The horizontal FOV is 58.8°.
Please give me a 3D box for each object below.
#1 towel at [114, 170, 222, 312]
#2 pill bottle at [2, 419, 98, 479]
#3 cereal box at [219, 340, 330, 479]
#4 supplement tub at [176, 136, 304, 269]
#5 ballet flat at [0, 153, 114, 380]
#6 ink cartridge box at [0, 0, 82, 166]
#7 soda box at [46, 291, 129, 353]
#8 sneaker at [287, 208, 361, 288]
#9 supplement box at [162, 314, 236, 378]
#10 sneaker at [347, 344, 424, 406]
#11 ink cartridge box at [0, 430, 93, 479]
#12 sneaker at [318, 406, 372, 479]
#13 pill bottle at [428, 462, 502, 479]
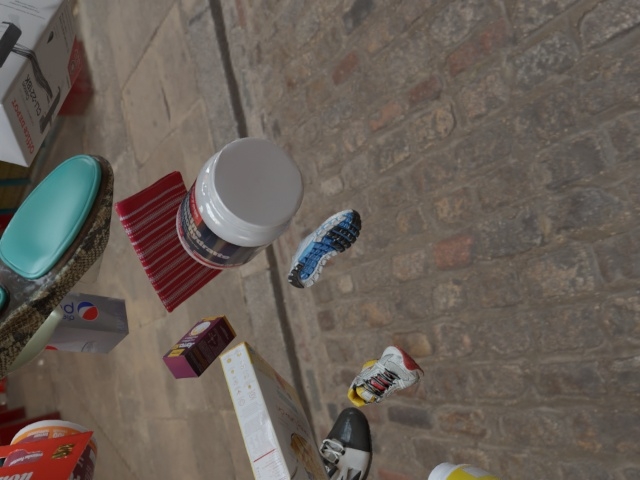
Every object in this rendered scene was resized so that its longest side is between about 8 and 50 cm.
[{"bbox_3d":[-0.335,-0.002,1.296,0.031,0.199,0.275,-7,112,38],"label":"towel"},{"bbox_3d":[-0.684,0.658,1.379,0.392,0.224,0.224,-109,29,-56],"label":"pill bottle"},{"bbox_3d":[-0.044,0.265,0.724,0.173,0.047,0.240,58,-179,-46],"label":"cereal box"},{"bbox_3d":[-0.159,-0.063,1.090,0.272,0.191,0.191,-35,67,60],"label":"supplement tub"},{"bbox_3d":[-0.480,0.081,0.942,0.164,0.182,0.483,28,77,27],"label":"ballet flat"},{"bbox_3d":[-0.556,-0.304,1.044,0.197,0.114,0.273,118,167,-62],"label":"ink cartridge box"},{"bbox_3d":[-0.548,0.163,1.164,0.098,0.286,0.091,-39,54,28],"label":"soda box"},{"bbox_3d":[0.000,0.000,1.070,0.190,0.071,0.083,-45,30,24],"label":"sneaker"},{"bbox_3d":[-0.344,0.303,1.624,0.104,0.188,0.081,-13,112,37],"label":"supplement box"},{"bbox_3d":[0.124,0.277,1.110,0.088,0.092,0.225,44,147,7],"label":"sneaker"},{"bbox_3d":[-0.602,0.441,0.938,0.385,0.308,0.091,-84,-19,-67],"label":"ink cartridge box"},{"bbox_3d":[0.012,0.534,1.274,0.122,0.146,0.331,2,70,50],"label":"sneaker"},{"bbox_3d":[0.251,0.422,0.909,0.184,0.103,0.103,172,91,-68],"label":"pill bottle"}]
